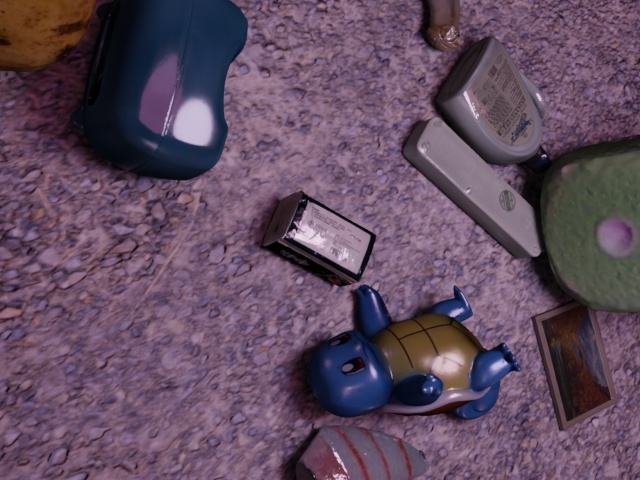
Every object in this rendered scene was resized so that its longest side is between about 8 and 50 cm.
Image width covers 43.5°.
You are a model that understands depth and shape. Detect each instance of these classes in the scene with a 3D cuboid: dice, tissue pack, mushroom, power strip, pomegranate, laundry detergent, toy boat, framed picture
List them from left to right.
[{"bbox_3d":[-0.427,-0.366,1.077,0.281,0.281,0.281,4,82,-31],"label":"pomegranate"},{"bbox_3d":[-0.243,-0.246,1.205,0.206,0.198,0.287,15,78,-30],"label":"tissue pack"},{"bbox_3d":[-0.001,-0.001,1.383,0.170,0.090,0.103,31,70,-26],"label":"tissue pack"},{"bbox_3d":[0.086,0.403,1.398,0.282,0.096,0.206,-13,76,-41],"label":"toy boat"},{"bbox_3d":[0.235,-0.486,1.593,0.092,0.081,0.223,-17,95,-50],"label":"mushroom"},{"bbox_3d":[0.324,-0.092,1.606,0.385,0.062,0.091,39,66,-20],"label":"power strip"},{"bbox_3d":[0.382,-0.256,1.635,0.280,0.105,0.214,40,64,-20],"label":"laundry detergent"},{"bbox_3d":[0.549,0.259,1.723,0.184,0.016,0.249,-14,92,-31],"label":"framed picture"},{"bbox_3d":[0.657,-0.046,1.620,0.330,0.318,0.322,-24,104,-46],"label":"dice"}]

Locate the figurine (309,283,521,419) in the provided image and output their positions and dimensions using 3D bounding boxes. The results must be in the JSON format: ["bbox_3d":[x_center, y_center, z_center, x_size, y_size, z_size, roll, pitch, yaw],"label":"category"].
[{"bbox_3d":[0.184,0.204,1.414,0.416,0.243,0.298,11,35,-32],"label":"figurine"}]
